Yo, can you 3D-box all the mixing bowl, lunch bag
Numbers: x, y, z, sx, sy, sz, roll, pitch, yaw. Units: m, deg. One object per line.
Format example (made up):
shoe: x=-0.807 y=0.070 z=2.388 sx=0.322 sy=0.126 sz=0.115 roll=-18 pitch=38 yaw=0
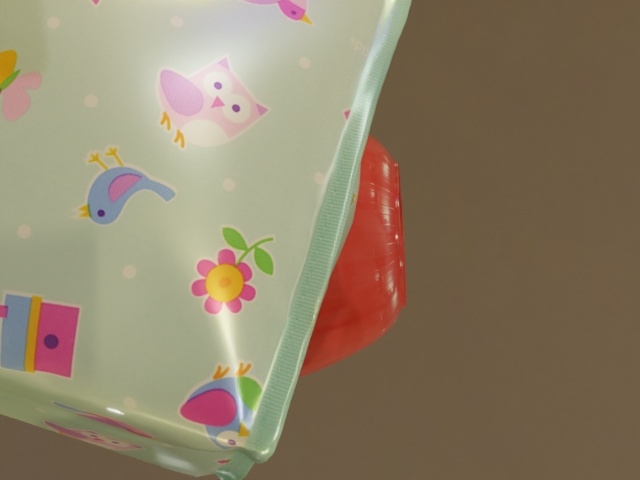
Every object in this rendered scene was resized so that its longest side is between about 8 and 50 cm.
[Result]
mixing bowl: x=0.000 y=0.000 z=0.844 sx=0.181 sy=0.098 sz=0.181 roll=-2 pitch=90 yaw=-85
lunch bag: x=-0.088 y=-0.057 z=0.595 sx=0.160 sy=0.223 sz=0.262 roll=120 pitch=-13 yaw=-72
